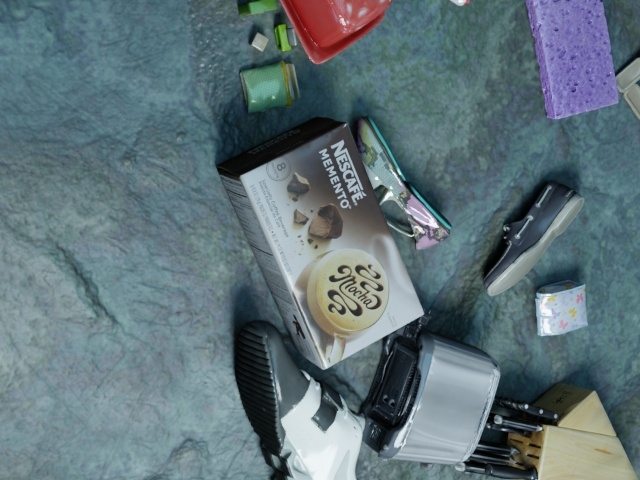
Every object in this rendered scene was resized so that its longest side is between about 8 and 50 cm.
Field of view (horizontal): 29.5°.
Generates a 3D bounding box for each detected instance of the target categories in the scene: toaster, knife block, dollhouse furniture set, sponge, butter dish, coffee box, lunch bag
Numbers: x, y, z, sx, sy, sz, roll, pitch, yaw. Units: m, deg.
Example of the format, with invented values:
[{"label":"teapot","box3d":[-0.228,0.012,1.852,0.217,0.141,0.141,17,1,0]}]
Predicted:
[{"label":"toaster","box3d":[0.161,0.218,1.758,0.146,0.129,0.227,17,92,-27]},{"label":"knife block","box3d":[0.337,0.342,1.845,0.242,0.088,0.276,-36,109,-23]},{"label":"dollhouse furniture set","box3d":[-0.069,-0.248,1.637,0.076,0.058,0.152,-15,102,-19]},{"label":"sponge","box3d":[0.377,-0.295,1.823,0.117,0.031,0.210,-17,104,-19]},{"label":"butter dish","box3d":[0.035,-0.341,1.620,0.160,0.118,0.160,-39,111,-32]},{"label":"coffee box","box3d":[0.000,0.000,1.666,0.168,0.119,0.297,-27,107,-15]},{"label":"lunch bag","box3d":[0.363,0.103,1.862,0.083,0.053,0.071,-15,105,-29]}]

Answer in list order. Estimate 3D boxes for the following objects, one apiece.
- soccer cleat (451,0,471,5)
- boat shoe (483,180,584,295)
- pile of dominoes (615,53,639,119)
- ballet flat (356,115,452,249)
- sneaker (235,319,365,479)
[{"label":"soccer cleat","box3d":[0.206,-0.379,1.745,0.035,0.029,0.083,11,98,-27]},{"label":"boat shoe","box3d":[0.308,-0.005,1.833,0.065,0.075,0.206,42,86,22]},{"label":"pile of dominoes","box3d":[0.595,-0.262,1.925,0.251,0.040,0.196,-40,110,-3]},{"label":"ballet flat","box3d":[0.100,-0.072,1.728,0.079,0.077,0.221,-36,110,7]},{"label":"sneaker","box3d":[-0.018,0.243,1.703,0.146,0.122,0.331,-25,113,-23]}]
